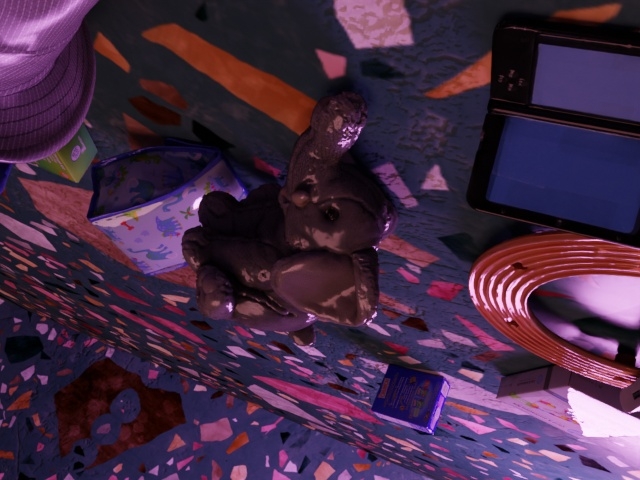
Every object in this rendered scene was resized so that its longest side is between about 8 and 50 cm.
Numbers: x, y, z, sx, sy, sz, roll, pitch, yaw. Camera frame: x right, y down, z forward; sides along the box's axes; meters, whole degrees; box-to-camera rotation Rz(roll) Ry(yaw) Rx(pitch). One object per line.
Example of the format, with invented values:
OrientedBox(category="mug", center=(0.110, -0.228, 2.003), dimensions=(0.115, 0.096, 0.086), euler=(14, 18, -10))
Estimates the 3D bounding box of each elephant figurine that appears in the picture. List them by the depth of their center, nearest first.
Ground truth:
OrientedBox(category="elephant figurine", center=(0.000, 0.000, 0.578), dimensions=(0.239, 0.169, 0.186), euler=(-19, 165, 38))

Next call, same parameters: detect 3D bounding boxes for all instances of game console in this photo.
OrientedBox(category="game console", center=(0.152, -0.060, 0.372), dimensions=(0.122, 0.071, 0.107), euler=(15, 157, 20))

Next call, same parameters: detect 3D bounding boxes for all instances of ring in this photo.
OrientedBox(category="ring", center=(0.302, 0.074, 0.583), dimensions=(0.336, 0.032, 0.337), euler=(20, 159, 8))

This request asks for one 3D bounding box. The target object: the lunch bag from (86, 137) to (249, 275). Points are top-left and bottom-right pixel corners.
OrientedBox(category="lunch bag", center=(-0.153, -0.040, 0.699), dimensions=(0.151, 0.096, 0.129), euler=(-14, 148, 10))

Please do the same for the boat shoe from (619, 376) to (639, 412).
OrientedBox(category="boat shoe", center=(0.341, 0.154, 0.647), dimensions=(0.035, 0.035, 0.100), euler=(-4, 153, -4))

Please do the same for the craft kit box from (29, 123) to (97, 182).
OrientedBox(category="craft kit box", center=(-0.384, -0.178, 0.668), dimensions=(0.246, 0.061, 0.250), euler=(24, 158, 6))

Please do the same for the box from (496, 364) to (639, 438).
OrientedBox(category="box", center=(0.344, 0.217, 0.855), dimensions=(0.145, 0.038, 0.186), euler=(26, 159, -5))

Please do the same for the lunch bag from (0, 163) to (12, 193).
OrientedBox(category="lunch bag", center=(-0.291, -0.137, 0.399), dimensions=(0.138, 0.293, 0.221), euler=(-34, 123, 17))

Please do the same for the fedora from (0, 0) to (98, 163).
OrientedBox(category="fedora", center=(-0.180, -0.182, 0.297), dimensions=(0.124, 0.244, 0.275), euler=(-27, 127, 26))

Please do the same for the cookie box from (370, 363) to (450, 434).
OrientedBox(category="cookie box", center=(0.153, 0.268, 1.091), dimensions=(0.107, 0.092, 0.040), euler=(9, 150, 35))
